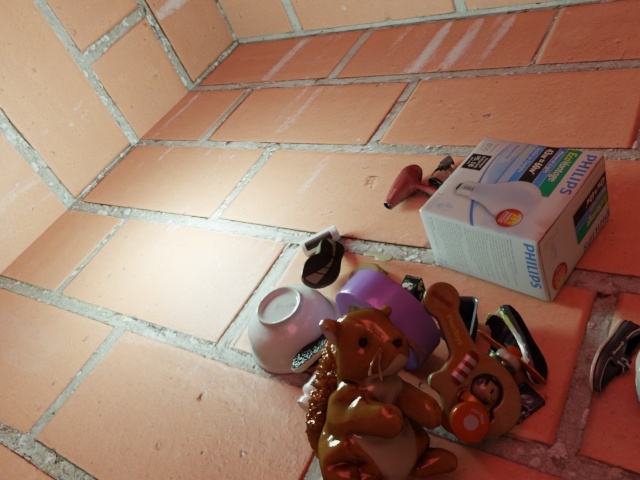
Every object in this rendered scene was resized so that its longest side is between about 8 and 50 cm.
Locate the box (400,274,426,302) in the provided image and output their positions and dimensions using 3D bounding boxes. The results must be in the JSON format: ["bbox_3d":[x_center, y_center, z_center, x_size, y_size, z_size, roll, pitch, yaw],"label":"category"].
[{"bbox_3d":[0.254,0.150,1.662,0.052,0.062,0.083,11,51,36],"label":"box"}]

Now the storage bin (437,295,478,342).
[{"bbox_3d":[0.355,0.222,1.500,0.098,0.091,0.135,-2,44,28],"label":"storage bin"}]

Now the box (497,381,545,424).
[{"bbox_3d":[0.455,0.369,1.335,0.083,0.018,0.067,-33,38,-7],"label":"box"}]

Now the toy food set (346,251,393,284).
[{"bbox_3d":[0.139,0.123,1.789,0.132,0.039,0.192,10,56,47],"label":"toy food set"}]

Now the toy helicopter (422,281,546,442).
[{"bbox_3d":[0.340,0.255,1.311,0.234,0.140,0.355,-21,80,-4],"label":"toy helicopter"}]

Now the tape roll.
[{"bbox_3d":[0.167,0.201,1.484,0.090,0.275,0.274,-45,42,-20],"label":"tape roll"}]

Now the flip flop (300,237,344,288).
[{"bbox_3d":[0.006,0.081,1.850,0.112,0.080,0.277,28,29,-1],"label":"flip flop"}]

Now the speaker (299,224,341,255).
[{"bbox_3d":[0.000,0.000,1.986,0.136,0.055,0.055,-26,38,0],"label":"speaker"}]

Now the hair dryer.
[{"bbox_3d":[0.345,-0.185,1.974,0.293,0.080,0.224,-23,39,6],"label":"hair dryer"}]

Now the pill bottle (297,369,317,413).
[{"bbox_3d":[0.010,0.378,1.528,0.086,0.086,0.152,16,54,41],"label":"pill bottle"}]

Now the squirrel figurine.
[{"bbox_3d":[0.079,0.329,1.294,0.280,0.371,0.397,-12,5,-27],"label":"squirrel figurine"}]

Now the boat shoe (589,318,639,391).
[{"bbox_3d":[0.660,0.256,1.300,0.064,0.075,0.206,15,50,44],"label":"boat shoe"}]

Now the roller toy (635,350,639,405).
[{"bbox_3d":[0.735,0.283,1.167,0.191,0.146,0.209,-24,39,4],"label":"roller toy"}]

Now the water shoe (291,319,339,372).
[{"bbox_3d":[0.014,0.306,1.609,0.203,0.080,0.073,-39,24,-15],"label":"water shoe"}]

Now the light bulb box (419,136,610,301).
[{"bbox_3d":[0.538,-0.074,1.621,0.361,0.225,0.358,19,57,44],"label":"light bulb box"}]

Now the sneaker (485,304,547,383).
[{"bbox_3d":[0.466,0.262,1.424,0.097,0.084,0.235,-40,32,23],"label":"sneaker"}]

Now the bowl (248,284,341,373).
[{"bbox_3d":[-0.098,0.230,1.722,0.297,0.134,0.298,-16,40,14],"label":"bowl"}]

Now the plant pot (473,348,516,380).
[{"bbox_3d":[0.403,0.314,1.389,0.079,0.083,0.083,-44,40,-3],"label":"plant pot"}]
